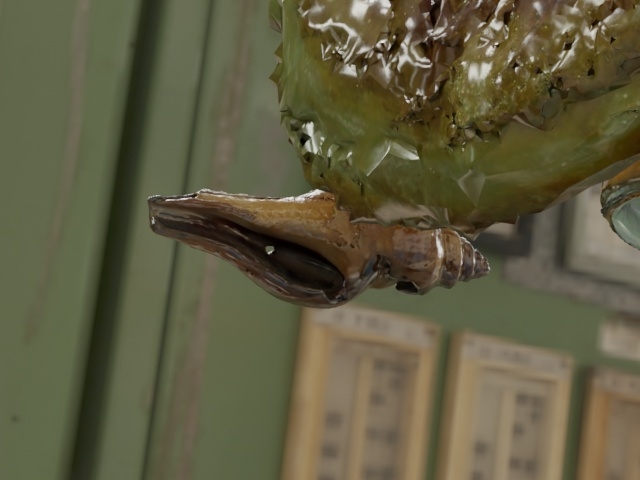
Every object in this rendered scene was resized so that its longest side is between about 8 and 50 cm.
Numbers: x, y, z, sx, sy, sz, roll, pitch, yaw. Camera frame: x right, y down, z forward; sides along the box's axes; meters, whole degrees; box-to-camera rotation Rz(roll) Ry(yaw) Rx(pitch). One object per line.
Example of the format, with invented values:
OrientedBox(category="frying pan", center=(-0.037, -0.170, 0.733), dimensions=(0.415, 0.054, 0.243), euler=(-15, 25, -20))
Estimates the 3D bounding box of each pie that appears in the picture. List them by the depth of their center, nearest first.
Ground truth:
OrientedBox(category="pie", center=(0.104, -0.157, 0.754), dimensions=(0.355, 0.288, 0.103), euler=(-41, -43, 19))

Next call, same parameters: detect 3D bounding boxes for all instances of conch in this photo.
OrientedBox(category="conch", center=(0.001, 0.004, 1.279), dimensions=(0.233, 0.086, 0.080), euler=(-6, -10, -9))

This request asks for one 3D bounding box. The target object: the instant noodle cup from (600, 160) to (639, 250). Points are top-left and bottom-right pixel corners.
OrientedBox(category="instant noodle cup", center=(0.240, -0.076, 0.963), dimensions=(0.216, 0.172, 0.216), euler=(14, -13, 3))
